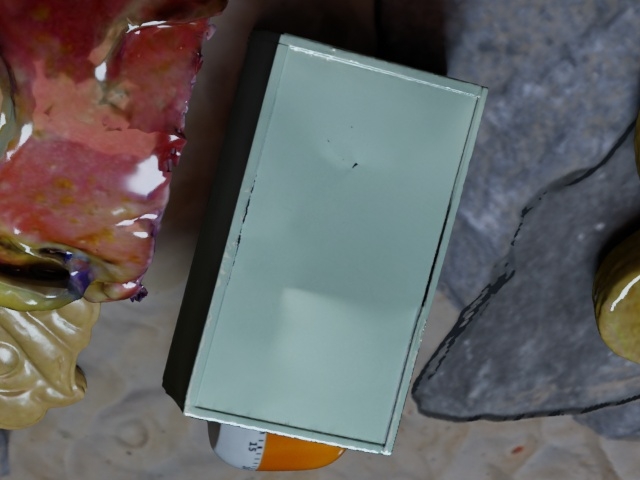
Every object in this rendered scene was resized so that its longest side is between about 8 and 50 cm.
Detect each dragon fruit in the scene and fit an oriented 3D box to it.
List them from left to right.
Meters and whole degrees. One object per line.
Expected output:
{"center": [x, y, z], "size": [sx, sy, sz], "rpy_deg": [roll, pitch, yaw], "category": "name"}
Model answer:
{"center": [-0.191, -0.111, 0.968], "size": [0.262, 0.296, 0.314], "rpy_deg": [14, 113, -11], "category": "dragon fruit"}

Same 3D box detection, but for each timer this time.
{"center": [-0.011, 0.090, 1.241], "size": [0.136, 0.099, 0.136], "rpy_deg": [-10, 136, -10], "category": "timer"}

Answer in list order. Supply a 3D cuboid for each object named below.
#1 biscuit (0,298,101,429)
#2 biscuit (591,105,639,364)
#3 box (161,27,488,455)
{"center": [-0.230, 0.071, 1.243], "size": [0.162, 0.035, 0.250], "rpy_deg": [40, 114, -23], "category": "biscuit"}
{"center": [0.310, -0.007, 1.230], "size": [0.287, 0.057, 0.344], "rpy_deg": [-32, 122, 14], "category": "biscuit"}
{"center": [0.000, 0.000, 1.131], "size": [0.129, 0.086, 0.225], "rpy_deg": [14, 95, -16], "category": "box"}
